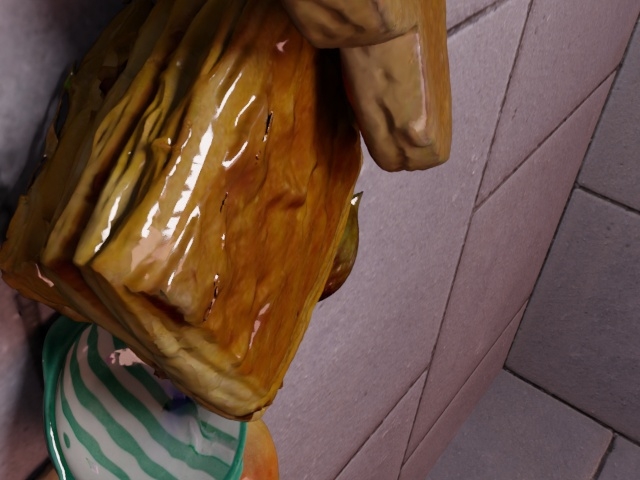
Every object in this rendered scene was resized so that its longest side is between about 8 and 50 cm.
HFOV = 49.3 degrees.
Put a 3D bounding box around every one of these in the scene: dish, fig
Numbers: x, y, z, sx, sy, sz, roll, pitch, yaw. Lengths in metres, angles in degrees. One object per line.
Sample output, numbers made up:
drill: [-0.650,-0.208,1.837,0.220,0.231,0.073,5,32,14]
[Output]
dish: [-0.157,0.145,0.627,0.078,0.224,0.246,-26,-161,41]
fig: [0.000,0.000,0.803,0.155,0.103,0.109,-52,178,-1]

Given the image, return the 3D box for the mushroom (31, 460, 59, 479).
mushroom: [-0.268,0.267,0.621,0.187,0.061,0.060,-56,150,-22]

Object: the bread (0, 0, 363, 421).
bread: [-0.086,-0.033,0.520,0.324,0.167,0.278,69,41,-65]

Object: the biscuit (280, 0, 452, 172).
biscuit: [0.038,-0.258,0.470,0.368,0.076,0.394,44,46,-67]

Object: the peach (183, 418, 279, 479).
peach: [-0.130,0.248,0.733,0.184,0.184,0.184,-44,150,-33]
